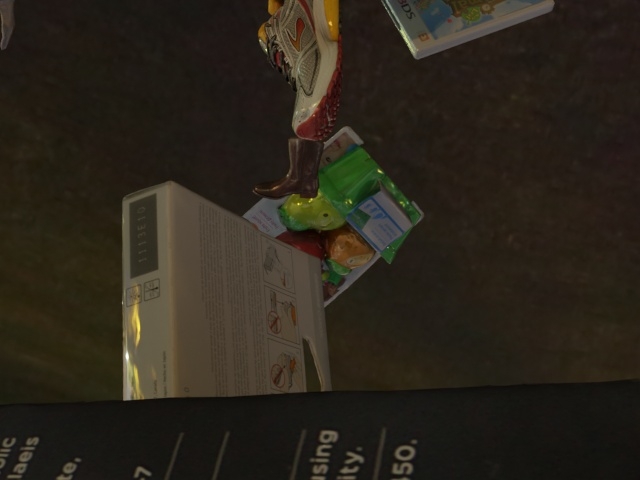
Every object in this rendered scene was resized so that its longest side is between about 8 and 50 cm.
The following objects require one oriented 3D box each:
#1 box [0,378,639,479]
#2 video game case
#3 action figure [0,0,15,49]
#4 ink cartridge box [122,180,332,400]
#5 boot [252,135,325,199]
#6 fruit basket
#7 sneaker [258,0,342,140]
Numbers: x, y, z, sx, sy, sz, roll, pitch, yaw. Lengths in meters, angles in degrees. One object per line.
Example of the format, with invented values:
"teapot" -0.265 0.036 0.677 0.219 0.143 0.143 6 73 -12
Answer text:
"box" -0.062 0.315 0.472 0.472 0.297 0.480 -6 137 20
"video game case" 0.186 -0.362 1.464 0.212 0.193 0.023 -21 156 -11
"action figure" -0.508 -0.331 1.207 0.330 0.178 0.341 22 -164 -9
"ink cartridge box" -0.075 0.112 0.934 0.060 0.275 0.239 -17 155 27
"boot" -0.049 -0.117 1.609 0.106 0.037 0.114 -1 132 -7
"fruit basket" 0.000 0.000 1.906 0.165 0.353 0.327 45 180 44
"sneaker" -0.023 -0.198 1.162 0.093 0.225 0.088 0 142 -2
